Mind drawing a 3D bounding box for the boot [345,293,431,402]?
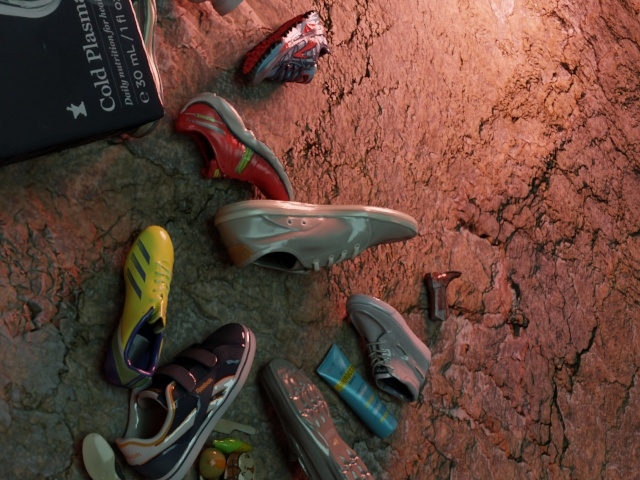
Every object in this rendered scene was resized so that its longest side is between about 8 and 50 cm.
[{"bbox_3d":[0.134,0.226,1.990,0.258,0.095,0.123,43,47,-27],"label":"boot"}]

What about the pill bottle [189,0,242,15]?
[{"bbox_3d":[-0.244,-0.548,1.815,0.264,0.146,0.146,46,53,-24],"label":"pill bottle"}]

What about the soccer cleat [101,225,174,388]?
[{"bbox_3d":[-0.284,0.108,1.623,0.093,0.121,0.289,27,62,-34],"label":"soccer cleat"}]

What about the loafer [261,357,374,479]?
[{"bbox_3d":[-0.023,0.371,1.804,0.319,0.111,0.112,59,30,9],"label":"loafer"}]

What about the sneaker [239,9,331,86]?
[{"bbox_3d":[-0.057,-0.368,1.969,0.262,0.104,0.125,-47,113,-39],"label":"sneaker"}]

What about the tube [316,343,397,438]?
[{"bbox_3d":[0.073,0.309,1.953,0.207,0.052,0.080,50,41,-13],"label":"tube"}]

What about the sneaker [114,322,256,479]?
[{"bbox_3d":[-0.225,0.249,1.638,0.127,0.126,0.321,49,53,-29],"label":"sneaker"}]

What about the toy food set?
[{"bbox_3d":[-0.161,0.412,1.712,0.132,0.038,0.192,21,66,-37],"label":"toy food set"}]

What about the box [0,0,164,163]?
[{"bbox_3d":[-0.531,-0.319,1.289,0.471,0.297,0.480,-23,101,-41],"label":"box"}]

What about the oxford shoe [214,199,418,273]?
[{"bbox_3d":[0.000,0.000,1.885,0.449,0.169,0.130,0,76,-35],"label":"oxford shoe"}]

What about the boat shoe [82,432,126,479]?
[{"bbox_3d":[-0.346,0.369,1.557,0.049,0.042,0.133,-28,98,-17],"label":"boat shoe"}]

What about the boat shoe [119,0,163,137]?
[{"bbox_3d":[-0.362,-0.353,1.668,0.130,0.132,0.355,-6,82,-43],"label":"boat shoe"}]

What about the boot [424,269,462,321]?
[{"bbox_3d":[0.285,0.127,2.194,0.106,0.037,0.114,-4,78,-30],"label":"boot"}]

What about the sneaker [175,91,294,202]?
[{"bbox_3d":[-0.167,-0.149,1.835,0.279,0.107,0.118,47,71,-20],"label":"sneaker"}]
